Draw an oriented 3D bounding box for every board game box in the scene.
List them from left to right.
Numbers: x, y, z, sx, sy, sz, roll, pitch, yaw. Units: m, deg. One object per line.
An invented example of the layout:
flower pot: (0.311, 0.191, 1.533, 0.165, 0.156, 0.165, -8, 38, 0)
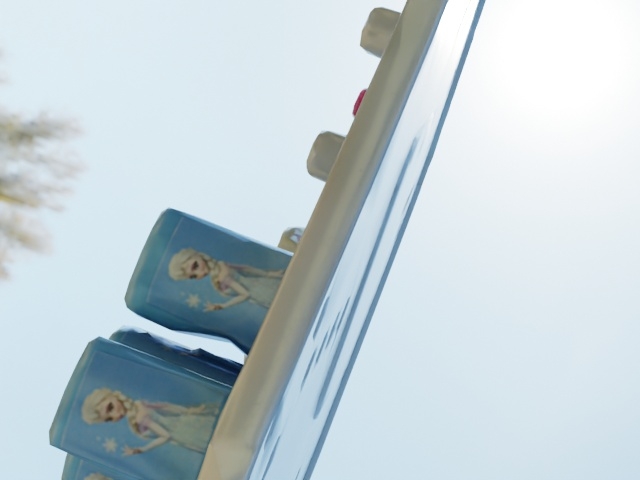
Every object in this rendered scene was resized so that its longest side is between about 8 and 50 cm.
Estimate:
board game box: (0.000, 0.000, 0.588, 0.390, 0.050, 0.390, 103, 8, -57)
